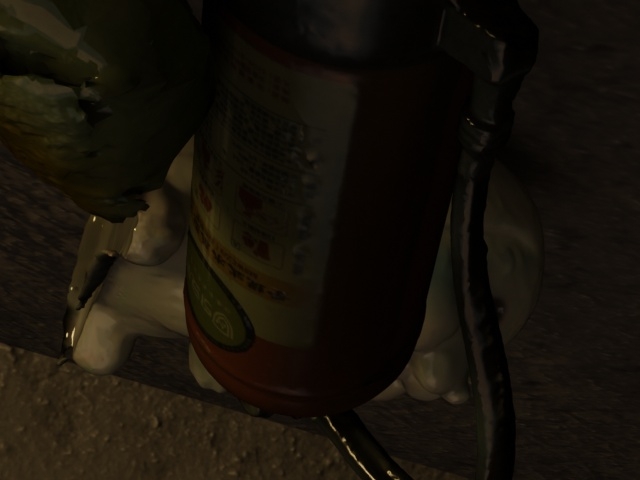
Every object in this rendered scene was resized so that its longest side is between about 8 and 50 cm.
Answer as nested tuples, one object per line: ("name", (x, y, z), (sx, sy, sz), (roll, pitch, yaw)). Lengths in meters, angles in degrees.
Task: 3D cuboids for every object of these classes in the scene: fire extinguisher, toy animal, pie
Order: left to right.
("pie", (-0.188, -0.143, 0.541), (0.371, 0.078, 0.296), (33, 168, 40))
("toy animal", (-0.018, 0.001, 0.929), (0.289, 0.174, 0.249), (25, 150, -32))
("fire extinguisher", (0.009, 0.003, 0.630), (0.113, 0.200, 0.376), (-9, 145, -14))
